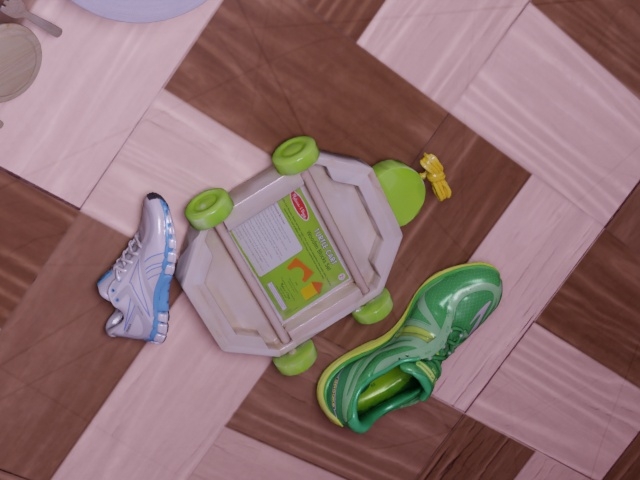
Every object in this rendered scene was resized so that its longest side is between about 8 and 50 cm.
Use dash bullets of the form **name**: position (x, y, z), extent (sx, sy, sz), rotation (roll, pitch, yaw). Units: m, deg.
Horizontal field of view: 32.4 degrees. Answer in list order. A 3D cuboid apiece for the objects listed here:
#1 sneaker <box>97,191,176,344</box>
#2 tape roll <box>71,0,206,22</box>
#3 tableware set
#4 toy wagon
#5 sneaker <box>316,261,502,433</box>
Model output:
- **sneaker**: position (-0.212, 0.036, 1.262), extent (0.083, 0.071, 0.190), rotation (1, 113, -19)
- **tape roll**: position (-0.180, -0.328, 1.077), extent (0.219, 0.072, 0.219), rotation (-8, 122, -13)
- **tableware set**: position (-0.352, -0.196, 1.064), extent (0.128, 0.039, 0.194), rotation (-56, 148, 2)
- **toy wagon**: position (0.000, 0.000, 1.343), extent (0.344, 0.068, 0.267), rotation (-33, 124, -8)
- **sneaker**: position (0.134, 0.150, 1.443), extent (0.295, 0.123, 0.109), rotation (-41, 124, -3)
